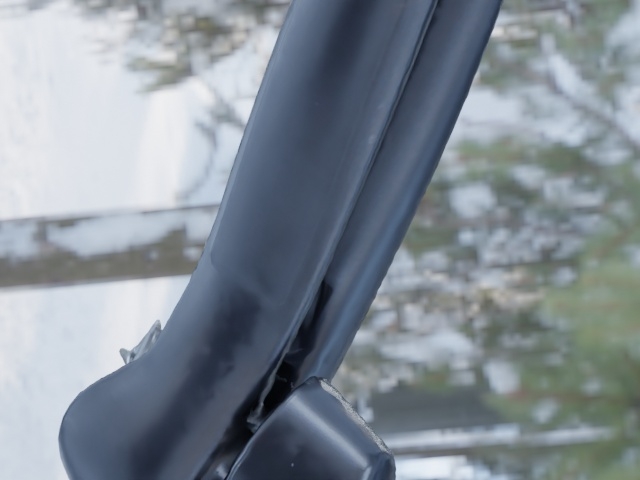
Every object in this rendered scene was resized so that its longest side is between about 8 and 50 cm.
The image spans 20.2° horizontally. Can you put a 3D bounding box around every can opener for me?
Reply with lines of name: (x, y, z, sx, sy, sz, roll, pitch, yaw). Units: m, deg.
can opener: (0.000, 0.000, 0.353, 0.059, 0.073, 0.186, -37, 150, -61)
